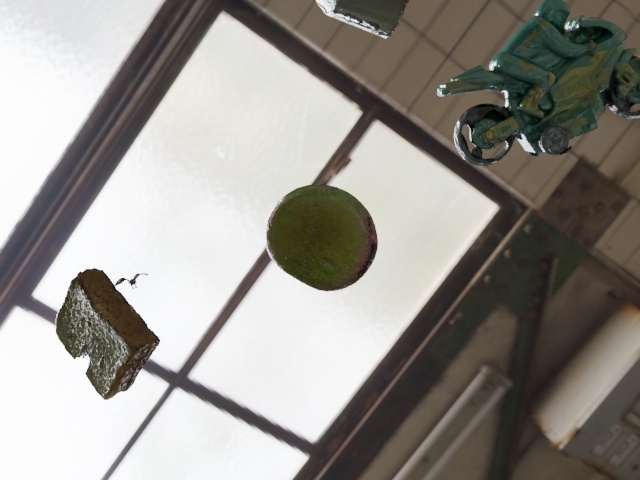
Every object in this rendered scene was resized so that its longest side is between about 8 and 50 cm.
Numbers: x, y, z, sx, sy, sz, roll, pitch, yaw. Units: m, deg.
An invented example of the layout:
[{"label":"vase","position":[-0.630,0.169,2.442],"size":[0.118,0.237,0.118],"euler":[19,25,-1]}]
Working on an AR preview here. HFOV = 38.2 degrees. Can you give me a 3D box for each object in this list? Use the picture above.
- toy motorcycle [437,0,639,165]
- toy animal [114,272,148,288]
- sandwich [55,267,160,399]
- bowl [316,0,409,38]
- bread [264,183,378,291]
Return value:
[{"label":"toy motorcycle","position":[0.305,-0.215,1.232],"size":[0.109,0.296,0.198],"euler":[-116,3,-80]},{"label":"toy animal","position":[-0.439,0.098,2.172],"size":[0.050,0.084,0.028],"euler":[75,179,-61]},{"label":"sandwich","position":[-0.552,0.240,2.347],"size":[0.273,0.249,0.095],"euler":[47,-142,19]},{"label":"bowl","position":[0.039,-0.335,1.025],"size":[0.112,0.212,0.211],"euler":[5,-162,-9]},{"label":"bread","position":[0.000,0.000,1.802],"size":[0.228,0.228,0.033],"euler":[36,-155,-5]}]
